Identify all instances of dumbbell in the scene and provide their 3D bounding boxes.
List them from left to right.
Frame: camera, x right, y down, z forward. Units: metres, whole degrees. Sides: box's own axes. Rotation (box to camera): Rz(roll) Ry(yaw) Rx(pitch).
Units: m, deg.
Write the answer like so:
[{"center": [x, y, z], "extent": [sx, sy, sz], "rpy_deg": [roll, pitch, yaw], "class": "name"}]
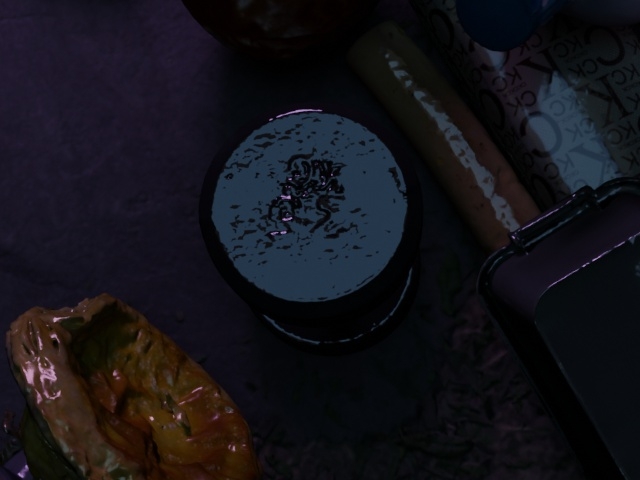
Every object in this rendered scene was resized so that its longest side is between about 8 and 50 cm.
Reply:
[{"center": [0.000, 0.000, 0.799], "extent": [0.152, 0.218, 0.153], "rpy_deg": [-1, 77, 5], "class": "dumbbell"}]

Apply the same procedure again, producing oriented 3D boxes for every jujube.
[{"center": [-0.007, -0.268, 0.866], "extent": [0.190, 0.190, 0.255], "rpy_deg": [40, 104, 13], "class": "jujube"}]

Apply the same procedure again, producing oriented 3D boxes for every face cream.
[{"center": [0.214, -0.243, 0.829], "extent": [0.163, 0.080, 0.336], "rpy_deg": [44, 51, 6], "class": "face cream"}]

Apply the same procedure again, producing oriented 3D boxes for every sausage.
[{"center": [0.123, -0.056, 0.883], "extent": [0.065, 0.066, 0.301], "rpy_deg": [-33, 77, -3], "class": "sausage"}]

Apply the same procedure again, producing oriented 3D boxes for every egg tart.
[{"center": [-0.143, 0.141, 0.779], "extent": [0.106, 0.241, 0.241], "rpy_deg": [-44, 76, 14], "class": "egg tart"}]

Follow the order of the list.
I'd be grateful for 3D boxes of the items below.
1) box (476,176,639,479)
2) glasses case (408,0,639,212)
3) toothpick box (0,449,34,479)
[{"center": [0.235, 0.085, 0.761], "extent": [0.163, 0.135, 0.243], "rpy_deg": [-30, 96, 3], "class": "box"}, {"center": [0.190, -0.144, 0.884], "extent": [0.137, 0.085, 0.355], "rpy_deg": [-29, 76, -6], "class": "glasses case"}, {"center": [-0.291, 0.293, 0.773], "extent": [0.229, 0.229, 0.316], "rpy_deg": [37, 81, 12], "class": "toothpick box"}]
